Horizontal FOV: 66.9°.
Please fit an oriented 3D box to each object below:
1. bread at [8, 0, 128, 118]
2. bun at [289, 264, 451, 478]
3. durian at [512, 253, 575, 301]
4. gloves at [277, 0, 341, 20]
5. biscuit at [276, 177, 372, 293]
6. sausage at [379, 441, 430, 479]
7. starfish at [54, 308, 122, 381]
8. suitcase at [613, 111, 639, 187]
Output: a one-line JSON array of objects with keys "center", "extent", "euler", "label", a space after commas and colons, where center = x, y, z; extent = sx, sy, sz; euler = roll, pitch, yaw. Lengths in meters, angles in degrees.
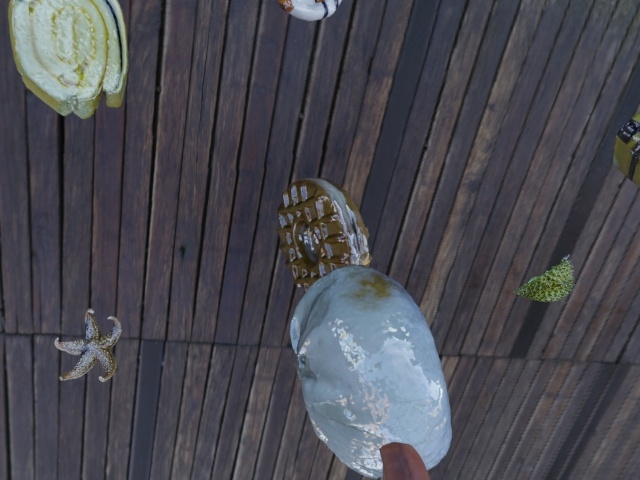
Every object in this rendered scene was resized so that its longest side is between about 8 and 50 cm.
[{"center": [-0.279, -0.216, 0.542], "extent": [0.118, 0.064, 0.156], "euler": [-6, 97, -36], "label": "bread"}, {"center": [0.069, 0.210, 0.784], "extent": [0.212, 0.362, 0.361], "euler": [-12, 117, -9], "label": "bun"}, {"center": [0.624, 0.098, 1.305], "extent": [0.216, 0.100, 0.086], "euler": [-26, 112, -16], "label": "durian"}, {"center": [-0.025, -0.567, 1.123], "extent": [0.140, 0.218, 0.131], "euler": [32, 150, 13], "label": "gloves"}, {"center": [0.000, 0.000, 1.200], "extent": [0.103, 0.332, 0.331], "euler": [-15, 119, -30], "label": "biscuit"}, {"center": [0.060, 0.181, 0.279], "extent": [0.030, 0.147, 0.035], "euler": [-4, 117, -1], "label": "sausage"}, {"center": [-0.273, 0.131, 0.577], "extent": [0.078, 0.091, 0.028], "euler": [38, 143, -6], "label": "starfish"}, {"center": [0.707, -0.201, 0.959], "extent": [0.194, 0.143, 0.235], "euler": [-40, 152, 14], "label": "suitcase"}]
